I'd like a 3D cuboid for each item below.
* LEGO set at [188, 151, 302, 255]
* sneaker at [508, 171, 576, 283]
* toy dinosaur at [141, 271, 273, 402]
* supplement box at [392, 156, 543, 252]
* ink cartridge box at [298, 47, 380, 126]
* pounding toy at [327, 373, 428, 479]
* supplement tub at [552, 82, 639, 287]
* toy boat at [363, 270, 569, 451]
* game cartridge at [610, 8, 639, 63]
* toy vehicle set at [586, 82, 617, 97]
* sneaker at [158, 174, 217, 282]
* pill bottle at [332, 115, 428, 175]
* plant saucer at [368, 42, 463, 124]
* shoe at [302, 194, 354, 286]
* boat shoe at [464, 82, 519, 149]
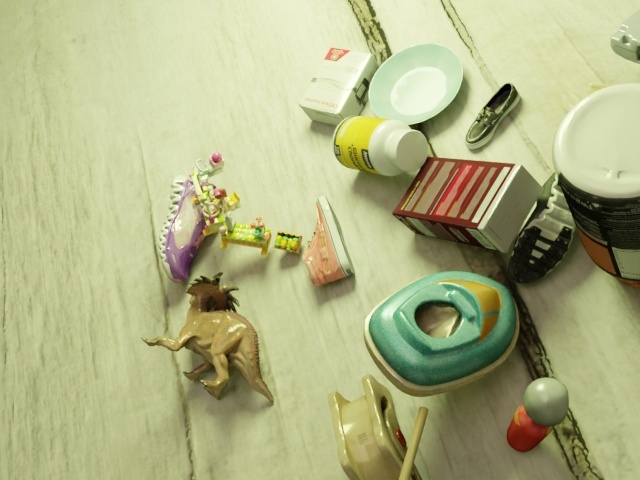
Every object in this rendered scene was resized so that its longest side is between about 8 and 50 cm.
[{"bbox_3d":[-0.166,-0.061,1.638,0.132,0.107,0.287,-39,64,-18],"label":"LEGO set"},{"bbox_3d":[0.381,-0.035,1.400,0.078,0.106,0.234,27,98,6],"label":"sneaker"},{"bbox_3d":[-0.180,0.167,1.560,0.295,0.127,0.200,28,72,31],"label":"toy dinosaur"},{"bbox_3d":[0.242,-0.066,1.441,0.130,0.073,0.239,-57,31,-11],"label":"supplement box"},{"bbox_3d":[0.040,-0.312,1.748,0.109,0.063,0.150,19,74,35],"label":"ink cartridge box"},{"bbox_3d":[0.121,0.318,1.301,0.155,0.154,0.269,-29,34,11],"label":"pounding toy"},{"bbox_3d":[0.455,-0.062,1.221,0.193,0.316,0.194,-12,58,21],"label":"supplement tub"},{"bbox_3d":[0.237,0.167,1.283,0.267,0.148,0.318,-27,60,-29],"label":"toy boat"},{"bbox_3d":[0.658,-0.330,1.401,0.196,0.060,0.294,-40,47,-14],"label":"game cartridge"},{"bbox_3d":[0.532,-0.208,1.309,0.166,0.267,0.035,14,102,34],"label":"toy vehicle set"},{"bbox_3d":[-0.258,-0.027,1.734,0.104,0.095,0.236,0,64,12],"label":"sneaker"},{"bbox_3d":[0.111,-0.174,1.575,0.184,0.103,0.103,18,71,55],"label":"pill bottle"},{"bbox_3d":[0.191,-0.299,1.676,0.195,0.037,0.195,-14,57,22],"label":"plant saucer"},{"bbox_3d":[0.000,0.000,1.589,0.081,0.063,0.178,-23,59,9],"label":"shoe"},{"bbox_3d":[0.311,-0.231,1.570,0.049,0.040,0.142,35,83,38],"label":"boat shoe"}]
